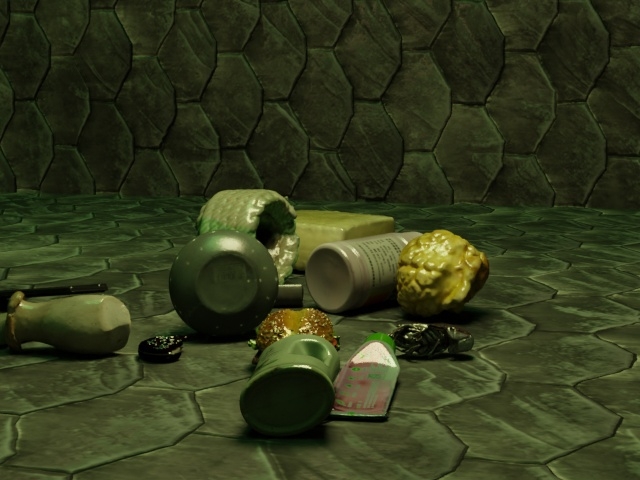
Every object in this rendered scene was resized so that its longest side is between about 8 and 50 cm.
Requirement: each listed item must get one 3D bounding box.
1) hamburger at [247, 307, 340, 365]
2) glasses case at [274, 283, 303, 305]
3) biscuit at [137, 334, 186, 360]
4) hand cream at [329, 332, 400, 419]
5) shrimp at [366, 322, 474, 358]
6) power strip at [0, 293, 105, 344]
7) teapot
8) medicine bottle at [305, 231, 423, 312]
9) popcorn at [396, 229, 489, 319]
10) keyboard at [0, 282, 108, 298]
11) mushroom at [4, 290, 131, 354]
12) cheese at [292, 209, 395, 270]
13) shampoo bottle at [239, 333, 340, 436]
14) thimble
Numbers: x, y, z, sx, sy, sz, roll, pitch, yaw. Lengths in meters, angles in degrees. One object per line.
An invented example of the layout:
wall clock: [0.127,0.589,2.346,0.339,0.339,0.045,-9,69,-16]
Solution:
hamburger: [-0.041,0.148,1.660,0.137,0.087,0.166,0,8,6]
glasses case: [-0.126,0.103,2.134,0.190,0.042,0.072,-1,1,-3]
biscuit: [-0.241,0.166,1.755,0.089,0.027,0.087,-7,10,-39]
hand cream: [0.066,0.190,1.550,0.079,0.050,0.275,-24,8,15]
shrimp: [0.152,0.153,1.731,0.165,0.057,0.065,-5,15,-8]
power strip: [-0.483,0.135,1.907,0.080,0.048,0.286,-2,6,35]
teapot: [-0.174,0.074,1.949,0.183,0.184,0.251,-2,-2,-11]
medicine bottle: [0.100,0.056,2.135,0.133,0.133,0.249,7,12,43]
popcorn: [0.216,0.065,2.024,0.180,0.170,0.180,-36,-7,-5]
keyboard: [-0.536,0.098,2.114,0.309,0.018,0.101,-5,-1,35]
mushroom: [-0.400,0.130,1.776,0.212,0.097,0.088,6,43,11]
cheese: [0.000,0.000,2.557,0.265,0.124,0.242,6,14,33]
shampoo bottle: [-0.034,0.176,1.461,0.118,0.087,0.234,-17,7,6]
thimble: [-0.145,-0.002,2.248,0.150,0.219,0.219,3,9,29]
